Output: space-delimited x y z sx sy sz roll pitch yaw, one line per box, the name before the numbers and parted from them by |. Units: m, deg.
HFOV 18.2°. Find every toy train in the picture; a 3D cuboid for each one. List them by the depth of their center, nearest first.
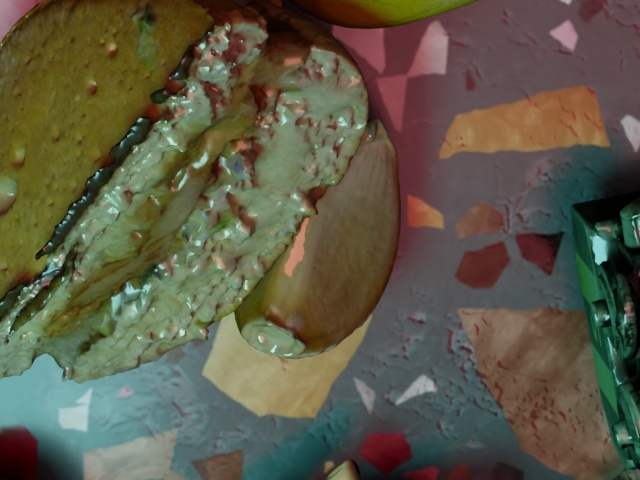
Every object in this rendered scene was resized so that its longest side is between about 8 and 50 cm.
toy train | 0.336 0.091 1.886 0.167 0.238 0.299 -11 105 0

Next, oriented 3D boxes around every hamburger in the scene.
hamburger | -0.163 -0.095 1.812 0.268 0.287 0.445 8 133 -41

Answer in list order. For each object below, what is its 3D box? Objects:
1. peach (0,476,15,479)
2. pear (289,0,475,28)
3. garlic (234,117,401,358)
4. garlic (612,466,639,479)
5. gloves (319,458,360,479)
peach | -0.334 0.355 1.942 0.244 0.199 0.243 -1 86 14
pear | 0.070 -0.336 1.770 0.336 0.285 0.285 -25 103 -12
garlic | 0.003 -0.005 1.892 0.145 0.164 0.244 22 94 4
garlic | 0.352 0.279 1.999 0.159 0.102 0.147 -23 104 4
gloves | 0.008 0.321 1.967 0.301 0.152 0.197 -18 111 27
